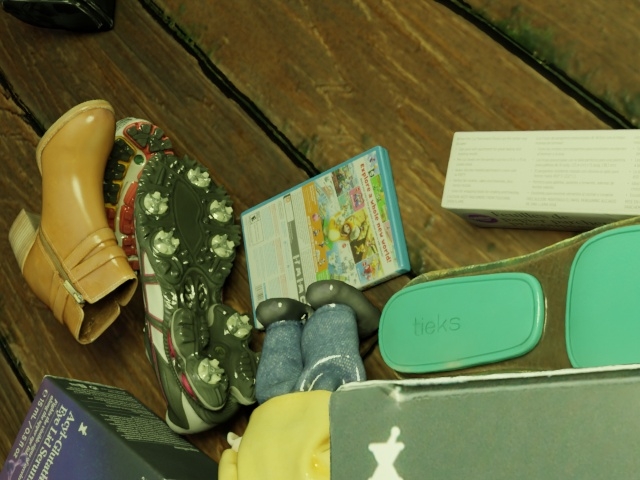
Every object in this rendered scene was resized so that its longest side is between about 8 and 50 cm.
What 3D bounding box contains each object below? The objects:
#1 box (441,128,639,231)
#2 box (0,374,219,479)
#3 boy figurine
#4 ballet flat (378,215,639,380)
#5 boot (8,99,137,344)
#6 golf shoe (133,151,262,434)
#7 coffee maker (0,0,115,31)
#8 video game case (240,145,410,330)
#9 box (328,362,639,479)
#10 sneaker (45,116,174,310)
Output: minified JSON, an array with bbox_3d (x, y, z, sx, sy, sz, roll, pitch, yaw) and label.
[{"bbox_3d":[0.239,-0.040,0.778,0.324,0.063,0.067,3,77,39],"label":"box"},{"bbox_3d":[-0.192,0.240,1.016,0.207,0.108,0.153,27,94,41],"label":"box"},{"bbox_3d":[-0.005,0.169,0.849,0.177,0.092,0.285,-23,48,31],"label":"boy figurine"},{"bbox_3d":[0.185,0.056,0.732,0.348,0.123,0.123,-12,69,52],"label":"ballet flat"},{"bbox_3d":[-0.212,-0.016,1.026,0.152,0.073,0.197,49,123,33],"label":"boot"},{"bbox_3d":[-0.135,0.046,1.029,0.120,0.105,0.273,-44,50,44],"label":"golf shoe"},{"bbox_3d":[-0.269,-0.336,1.240,0.171,0.120,0.178,-4,75,37],"label":"coffee maker"},{"bbox_3d":[0.000,0.000,0.992,0.166,0.015,0.119,-24,62,32],"label":"video game case"},{"bbox_3d":[0.233,0.180,0.500,0.293,0.395,0.212,-10,71,37],"label":"box"},{"bbox_3d":[-0.222,-0.023,1.147,0.225,0.088,0.093,-63,29,6],"label":"sneaker"}]
